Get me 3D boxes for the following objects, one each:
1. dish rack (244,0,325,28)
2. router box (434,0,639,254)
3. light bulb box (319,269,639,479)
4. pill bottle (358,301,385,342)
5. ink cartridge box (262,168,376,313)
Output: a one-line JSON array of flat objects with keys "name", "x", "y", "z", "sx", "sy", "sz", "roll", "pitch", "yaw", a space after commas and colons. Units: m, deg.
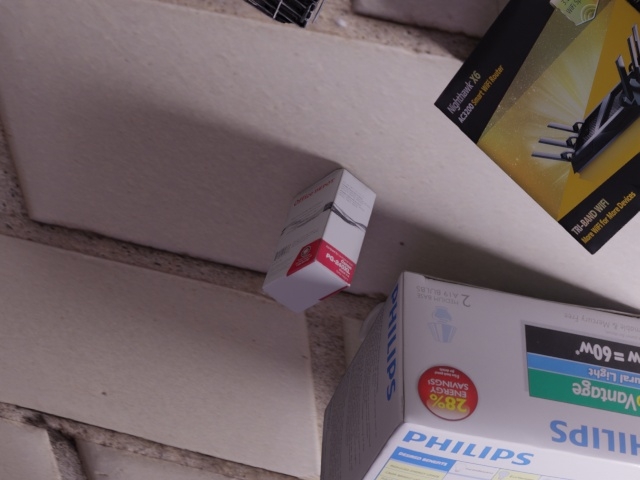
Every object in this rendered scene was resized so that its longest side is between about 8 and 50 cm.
[{"name": "dish rack", "x": -0.038, "y": -0.338, "z": 1.504, "sx": 0.208, "sy": 0.074, "sz": 0.271, "roll": 38, "pitch": 141, "yaw": 6}, {"name": "router box", "x": 0.280, "y": -0.154, "z": 1.606, "sx": 0.243, "sy": 0.081, "sz": 0.309, "roll": 44, "pitch": 147, "yaw": 6}, {"name": "light bulb box", "x": 0.213, "y": 0.250, "z": 2.013, "sx": 0.357, "sy": 0.225, "sz": 0.361, "roll": 11, "pitch": 143, "yaw": -12}, {"name": "pill bottle", "x": 0.115, "y": 0.138, "z": 2.123, "sx": 0.116, "sy": 0.065, "sz": 0.065, "roll": 34, "pitch": 140, "yaw": -14}, {"name": "ink cartridge box", "x": 0.000, "y": 0.000, "z": 1.951, "sx": 0.063, "sy": 0.150, "sz": 0.109, "roll": 36, "pitch": 140, "yaw": -22}]
